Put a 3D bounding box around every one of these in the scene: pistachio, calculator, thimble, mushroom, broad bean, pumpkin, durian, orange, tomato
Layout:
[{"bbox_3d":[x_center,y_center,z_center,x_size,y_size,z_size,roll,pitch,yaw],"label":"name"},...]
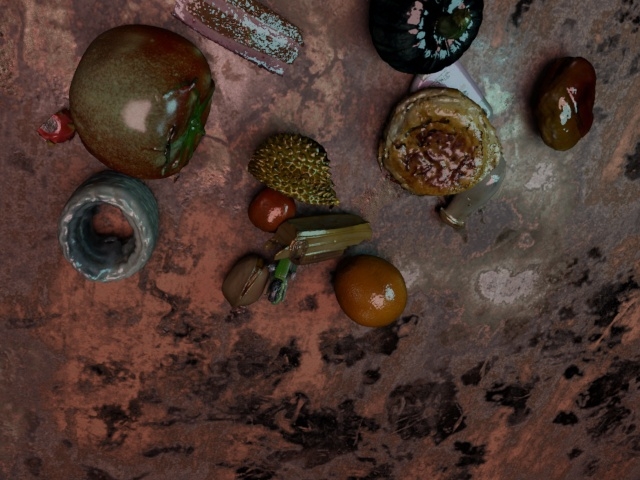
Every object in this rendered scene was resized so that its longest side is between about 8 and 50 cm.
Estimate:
[{"bbox_3d":[-0.193,0.106,1.282,0.113,0.113,0.149,24,111,-22],"label":"pistachio"},{"bbox_3d":[0.324,-0.339,1.203,0.141,0.045,0.246,-42,118,11],"label":"calculator"},{"bbox_3d":[-0.478,-0.026,1.117,0.204,0.172,0.250,6,114,-17],"label":"thimble"},{"bbox_3d":[0.407,-0.135,1.306,0.116,0.093,0.225,20,121,-3],"label":"mushroom"},{"bbox_3d":[0.614,-0.339,1.224,0.156,0.122,0.229,-32,129,-24],"label":"broad bean"},{"bbox_3d":[0.230,-0.460,1.008,0.247,0.248,0.248,-5,118,-10],"label":"pumpkin"},{"bbox_3d":[-0.037,-0.165,1.133,0.237,0.193,0.138,24,101,-29],"label":"durian"},{"bbox_3d":[0.133,0.134,1.321,0.205,0.206,0.206,-5,118,-10],"label":"orange"},{"bbox_3d":[-0.358,-0.272,0.978,0.238,0.303,0.304,21,111,-4],"label":"tomato"}]

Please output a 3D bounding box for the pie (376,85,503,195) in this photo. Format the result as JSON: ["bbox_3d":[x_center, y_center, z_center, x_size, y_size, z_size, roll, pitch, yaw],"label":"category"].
[{"bbox_3d":[0.280,-0.233,1.181,0.307,0.086,0.309,4,127,6],"label":"pie"}]

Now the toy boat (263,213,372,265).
[{"bbox_3d":[0.000,0.000,1.225,0.310,0.089,0.116,-9,124,-41],"label":"toy boat"}]

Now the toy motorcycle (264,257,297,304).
[{"bbox_3d":[-0.095,0.073,1.277,0.074,0.106,0.190,20,77,4],"label":"toy motorcycle"}]

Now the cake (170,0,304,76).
[{"bbox_3d":[-0.172,-0.457,1.025,0.295,0.113,0.116,20,113,-34],"label":"cake"}]

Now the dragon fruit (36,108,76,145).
[{"bbox_3d":[-0.565,-0.237,1.056,0.083,0.056,0.060,-37,117,6],"label":"dragon fruit"}]

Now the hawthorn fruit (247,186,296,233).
[{"bbox_3d":[-0.114,-0.076,1.205,0.127,0.128,0.128,-5,118,-10],"label":"hawthorn fruit"}]
